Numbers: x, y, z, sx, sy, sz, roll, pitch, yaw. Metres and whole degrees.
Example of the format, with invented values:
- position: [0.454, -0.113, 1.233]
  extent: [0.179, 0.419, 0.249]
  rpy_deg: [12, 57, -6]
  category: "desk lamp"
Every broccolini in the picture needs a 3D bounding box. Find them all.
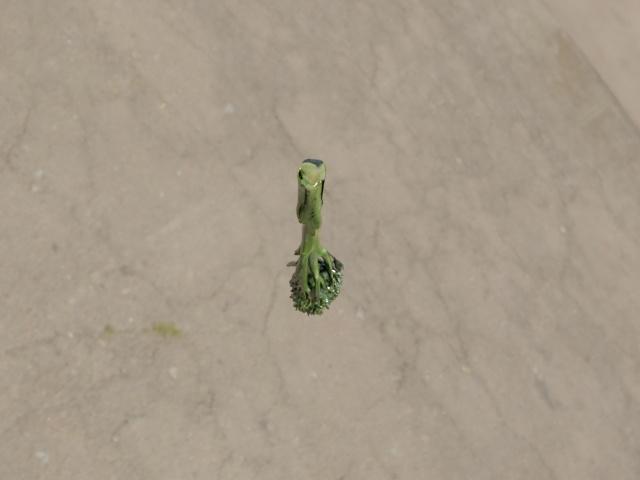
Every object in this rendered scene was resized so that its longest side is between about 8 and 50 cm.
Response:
- position: [0.000, 0.000, 0.517]
  extent: [0.035, 0.140, 0.030]
  rpy_deg: [-5, 60, -6]
  category: "broccolini"
